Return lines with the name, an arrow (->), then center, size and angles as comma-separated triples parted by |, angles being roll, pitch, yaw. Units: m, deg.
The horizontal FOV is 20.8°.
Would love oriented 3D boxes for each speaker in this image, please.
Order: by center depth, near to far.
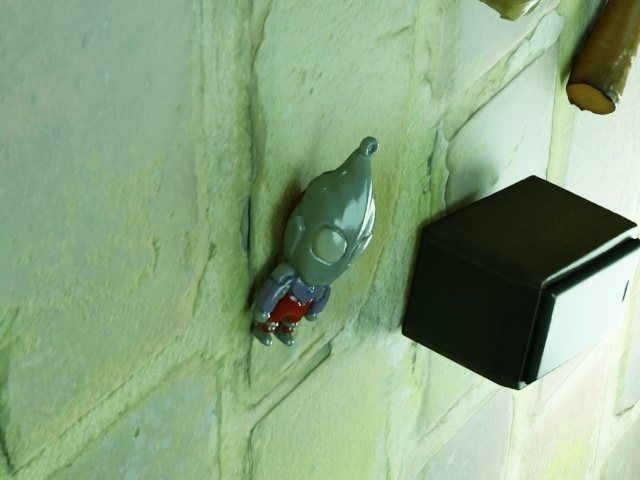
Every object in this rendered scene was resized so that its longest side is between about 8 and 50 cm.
speaker -> 0.231, 0.045, 2.012 | 0.231, 0.192, 0.153 | -25, 134, -48

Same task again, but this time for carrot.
carrot -> 0.365, -0.259, 2.162 | 0.205, 0.072, 0.072 | -69, 155, -14

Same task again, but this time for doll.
doll -> 0.000, 0.000, 1.668 | 0.102, 0.075, 0.227 | 6, 118, -53

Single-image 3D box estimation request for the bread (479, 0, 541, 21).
bread -> 0.170, -0.310, 1.538 | 0.224, 0.211, 0.183 | -53, 146, 14
